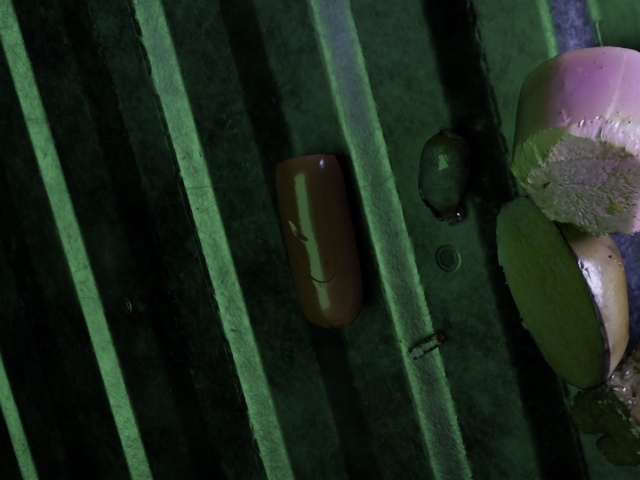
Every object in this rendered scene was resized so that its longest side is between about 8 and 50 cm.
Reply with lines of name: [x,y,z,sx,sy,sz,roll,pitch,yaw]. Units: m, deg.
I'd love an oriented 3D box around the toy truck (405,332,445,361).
toy truck: [0.175,0.182,1.803,0.083,0.032,0.024,-37,85,35]

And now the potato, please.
potato: [0.370,0.064,1.553,0.299,0.116,0.239,68,158,10]

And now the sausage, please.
sausage: [0.000,0.001,1.815,0.121,0.121,0.304,-3,102,36]

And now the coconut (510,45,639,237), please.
coconut: [0.377,-0.142,1.431,0.233,0.245,0.233,11,135,11]

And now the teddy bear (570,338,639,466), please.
teddy bear: [0.505,0.271,1.517,0.256,0.156,0.267,46,124,13]

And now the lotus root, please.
lotus root: [0.196,-0.099,1.671,0.088,0.088,0.165,17,123,31]
